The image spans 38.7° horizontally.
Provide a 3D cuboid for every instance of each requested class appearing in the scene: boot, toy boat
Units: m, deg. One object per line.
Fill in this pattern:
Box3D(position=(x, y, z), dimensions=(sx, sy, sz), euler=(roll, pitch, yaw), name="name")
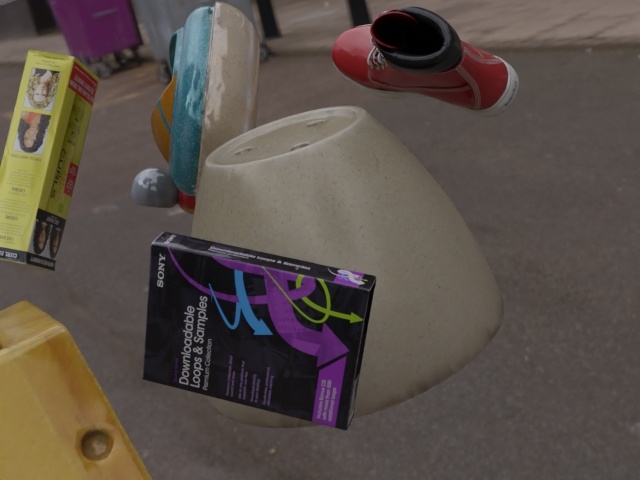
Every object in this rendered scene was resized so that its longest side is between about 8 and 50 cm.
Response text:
Box3D(position=(0.072, -0.211, 0.980), dimensions=(0.244, 0.088, 0.176), euler=(23, 3, 41), name="boot")
Box3D(position=(-0.166, -0.132, 1.176), dimensions=(0.148, 0.318, 0.267), euler=(6, 56, -9), name="toy boat")

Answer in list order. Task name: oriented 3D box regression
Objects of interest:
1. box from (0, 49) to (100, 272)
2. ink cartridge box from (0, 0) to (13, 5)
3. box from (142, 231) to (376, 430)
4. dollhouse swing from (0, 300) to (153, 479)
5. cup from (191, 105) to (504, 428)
Box3D(position=(-0.309, -0.086, 1.012), dimensions=(0.058, 0.232, 0.087), euler=(10, -8, 8), name="box")
Box3D(position=(-0.449, -0.388, 1.010), dimensions=(0.114, 0.272, 0.197), euler=(21, 40, 28), name="ink cartridge box")
Box3D(position=(-0.048, 0.066, 0.663), dimensions=(0.162, 0.116, 0.029), euler=(12, 22, 11), name="box")
Box3D(position=(-0.265, 0.225, 0.496), dimensions=(0.347, 0.315, 0.305), euler=(-29, -5, -24), name="dollhouse swing")
Box3D(position=(0.000, 0.000, 0.938), dimensions=(0.331, 0.236, 0.331), euler=(-15, 19, 6), name="cup")
